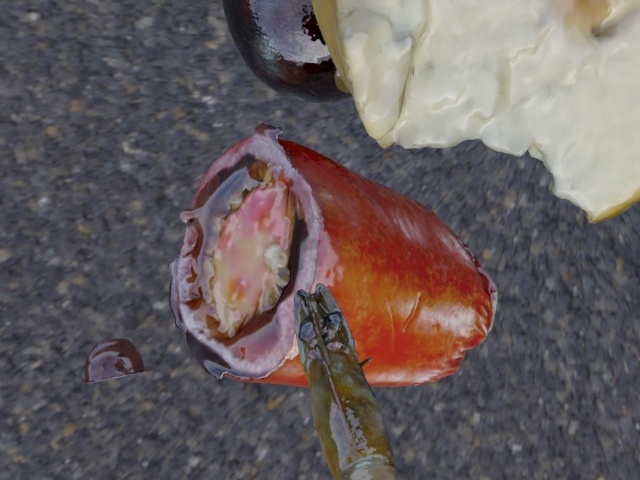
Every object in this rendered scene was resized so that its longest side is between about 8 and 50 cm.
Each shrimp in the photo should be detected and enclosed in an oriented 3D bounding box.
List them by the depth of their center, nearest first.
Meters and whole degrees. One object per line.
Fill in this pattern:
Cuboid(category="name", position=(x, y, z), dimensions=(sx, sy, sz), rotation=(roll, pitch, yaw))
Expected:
Cuboid(category="shrimp", position=(0.034, 0.182, 1.027), dimensions=(0.058, 0.169, 0.296), rotation=(-14, 59, -2))

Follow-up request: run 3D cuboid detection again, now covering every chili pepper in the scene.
Cuboid(category="chili pepper", position=(0.010, 0.039, 1.336), dimensions=(0.251, 0.305, 0.229), rotation=(45, 106, 37))

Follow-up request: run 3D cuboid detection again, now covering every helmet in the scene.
Cuboid(category="helmet", position=(-0.312, 0.178, 1.959), dimensions=(0.111, 0.089, 0.057), rotation=(-11, 90, -13))

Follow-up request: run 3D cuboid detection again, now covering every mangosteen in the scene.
Cuboid(category="mangosteen", position=(0.025, -0.319, 1.683), dimensions=(0.300, 0.300, 0.300), rotation=(2, 99, 10))

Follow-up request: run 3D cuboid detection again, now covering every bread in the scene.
Cuboid(category="bread", position=(0.099, -0.161, 0.503), dimensions=(0.184, 0.224, 0.211), rotation=(12, 144, -19))
